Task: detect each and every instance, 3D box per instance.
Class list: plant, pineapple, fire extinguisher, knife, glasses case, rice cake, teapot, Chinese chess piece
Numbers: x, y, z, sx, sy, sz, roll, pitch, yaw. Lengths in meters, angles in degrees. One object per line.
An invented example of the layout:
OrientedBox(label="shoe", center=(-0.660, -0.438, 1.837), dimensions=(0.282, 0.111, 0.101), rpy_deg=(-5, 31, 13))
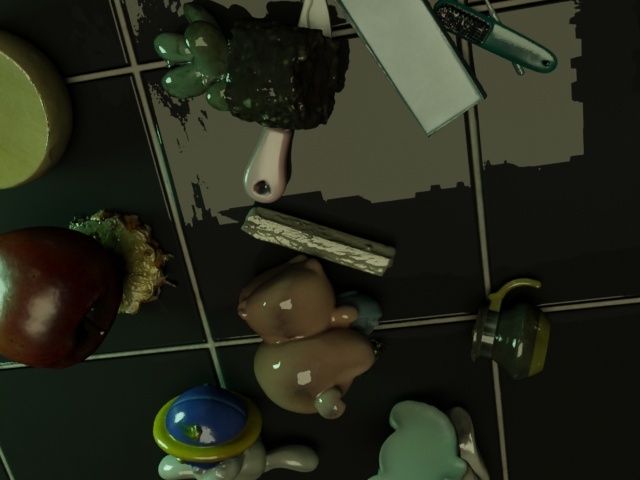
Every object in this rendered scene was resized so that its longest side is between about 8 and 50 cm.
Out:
OrientedBox(label="plant", center=(-0.113, -0.239, 0.948), dimensions=(0.274, 0.149, 0.146), rpy_deg=(20, 82, 26))
OrientedBox(label="pineapple", center=(-0.355, 0.045, 1.169), dimensions=(0.221, 0.047, 0.221), rpy_deg=(2, 112, 5))
OrientedBox(label="fire extinguisher", center=(0.085, 0.204, 1.203), dimensions=(0.038, 0.025, 0.083), rpy_deg=(40, 113, 14))
OrientedBox(label="knife", center=(-0.039, -0.209, 1.032), dimensions=(0.081, 0.043, 0.336), rpy_deg=(20, 112, -2))
OrientedBox(label="glasses case", center=(0.123, -0.288, 0.973), dimensions=(0.105, 0.056, 0.266), rpy_deg=(-33, 106, 15))
OrientedBox(label="rice cake", center=(0.000, 0.000, 1.109), dimensions=(0.256, 0.057, 0.052), rpy_deg=(17, 96, -1))
OrientedBox(label="teapot", center=(0.312, 0.141, 1.110), dimensions=(0.119, 0.130, 0.166), rpy_deg=(11, 82, 18))
OrientedBox(label="Chinese chess piece", center=(-0.510, -0.203, 1.053), dimensions=(0.250, 0.097, 0.251), rpy_deg=(2, 114, 6))

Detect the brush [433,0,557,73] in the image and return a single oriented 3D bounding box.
OrientedBox(label="brush", center=(0.245, -0.284, 0.962), dimensions=(0.193, 0.032, 0.043), rpy_deg=(28, 126, 2))

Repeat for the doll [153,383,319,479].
OrientedBox(label="doll", center=(-0.157, 0.379, 1.230), dimensions=(0.310, 0.159, 0.243), rpy_deg=(3, 112, 1))

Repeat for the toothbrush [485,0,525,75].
OrientedBox(label="toothbrush", center=(0.252, -0.309, 0.972), dimensions=(0.011, 0.014, 0.167), rpy_deg=(-21, 111, 32))

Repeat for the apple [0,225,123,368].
OrientedBox(label="apple", center=(-0.424, 0.088, 1.059), dimensions=(0.234, 0.234, 0.234), rpy_deg=(2, 113, 5))

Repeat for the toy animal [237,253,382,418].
OrientedBox(label="toy animal", center=(-0.032, 0.149, 1.095), dimensions=(0.221, 0.210, 0.229), rpy_deg=(36, 78, -18))

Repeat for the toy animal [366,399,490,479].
OrientedBox(label="toy animal", center=(0.208, 0.449, 1.193), dimensions=(0.206, 0.272, 0.265), rpy_deg=(-3, 129, 34))
